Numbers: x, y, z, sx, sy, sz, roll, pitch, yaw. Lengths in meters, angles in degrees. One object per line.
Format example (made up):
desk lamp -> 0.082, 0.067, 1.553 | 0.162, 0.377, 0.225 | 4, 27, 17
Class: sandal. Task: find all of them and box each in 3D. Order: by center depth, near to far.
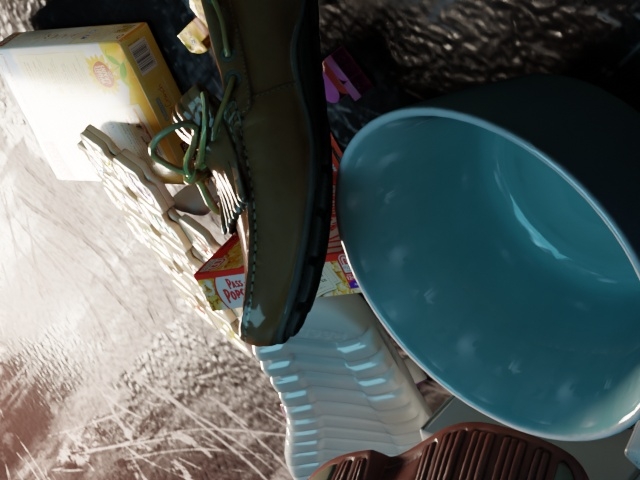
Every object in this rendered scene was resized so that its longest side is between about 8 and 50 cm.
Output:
sandal -> 0.038, 0.150, 1.746 | 0.169, 0.102, 0.416 | -1, 144, 10

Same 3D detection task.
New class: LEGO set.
LEGO set -> -0.070, -0.192, 1.553 | 0.227, 0.087, 0.093 | 53, 146, -3

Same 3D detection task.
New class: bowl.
bowl -> 0.180, -0.011, 1.379 | 0.311, 0.163, 0.311 | 30, 143, 26

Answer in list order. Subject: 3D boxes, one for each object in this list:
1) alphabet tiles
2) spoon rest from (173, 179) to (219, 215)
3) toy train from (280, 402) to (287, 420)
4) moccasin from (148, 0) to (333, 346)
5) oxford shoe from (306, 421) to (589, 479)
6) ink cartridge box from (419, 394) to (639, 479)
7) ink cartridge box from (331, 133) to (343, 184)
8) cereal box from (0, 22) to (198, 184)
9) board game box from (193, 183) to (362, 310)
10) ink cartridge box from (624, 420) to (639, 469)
alphabet tiles -> -0.152, 0.004, 1.762 | 0.278, 0.021, 0.284 | 34, 159, 45
spoon rest -> -0.053, 0.032, 1.780 | 0.137, 0.084, 0.276 | 14, 146, 42
toy train -> -0.029, 0.192, 1.936 | 0.036, 0.027, 0.158 | 18, 135, 43
moccasin -> -0.066, -0.101, 1.420 | 0.139, 0.147, 0.380 | 87, 179, -85
oxford shoe -> 0.128, 0.247, 1.538 | 0.130, 0.123, 0.348 | 37, 152, -29
ink cartridge box -> 0.241, 0.285, 1.630 | 0.223, 0.129, 0.307 | 16, 134, 40
ink cartridge box -> -0.020, -0.068, 1.669 | 0.115, 0.029, 0.063 | -9, 117, 52
cereal box -> -0.235, -0.143, 1.820 | 0.240, 0.047, 0.173 | 5, 129, 46
board game box -> 0.000, 0.000, 1.577 | 0.193, 0.147, 0.045 | -9, 117, 38
ink cartridge box -> 0.439, 0.232, 1.417 | 0.296, 0.066, 0.261 | 5, 150, 46
